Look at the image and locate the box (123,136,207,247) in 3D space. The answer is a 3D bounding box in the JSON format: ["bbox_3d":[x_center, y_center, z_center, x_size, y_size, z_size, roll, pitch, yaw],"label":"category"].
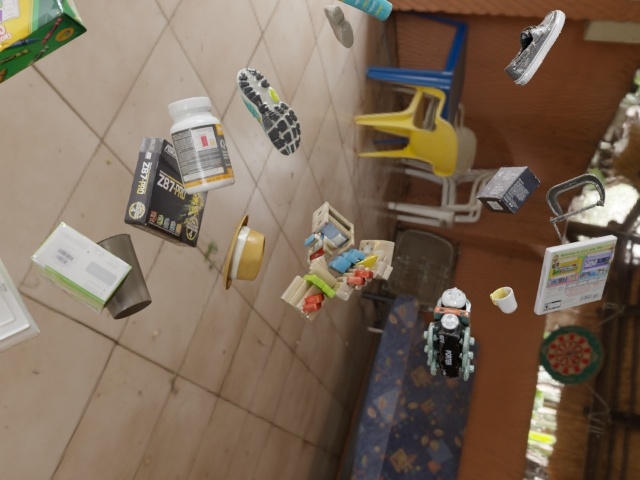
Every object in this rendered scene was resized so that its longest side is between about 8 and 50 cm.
[{"bbox_3d":[-0.560,-0.165,1.955,0.395,0.097,0.317,46,51,-71],"label":"box"}]

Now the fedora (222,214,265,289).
[{"bbox_3d":[-0.182,0.035,1.290,0.194,0.079,0.194,-165,-90,-88],"label":"fedora"}]

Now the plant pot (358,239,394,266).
[{"bbox_3d":[0.204,0.047,1.995,0.096,0.109,0.108,23,74,-44],"label":"plant pot"}]

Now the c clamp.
[{"bbox_3d":[0.666,-0.094,1.354,0.022,0.161,0.137,-26,85,-52],"label":"c clamp"}]

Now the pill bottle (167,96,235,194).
[{"bbox_3d":[-0.375,-0.293,1.623,0.162,0.162,0.278,-32,111,-67],"label":"pill bottle"}]

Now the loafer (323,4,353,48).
[{"bbox_3d":[0.046,-0.536,1.297,0.045,0.039,0.125,-53,146,-9],"label":"loafer"}]

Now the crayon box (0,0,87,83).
[{"bbox_3d":[-0.630,-0.435,1.038,0.165,0.279,0.081,64,8,7],"label":"crayon box"}]

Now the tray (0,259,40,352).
[{"bbox_3d":[-0.780,0.129,1.218,0.145,0.030,0.270,-32,96,-56],"label":"tray"}]

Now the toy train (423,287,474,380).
[{"bbox_3d":[0.393,0.286,1.564,0.333,0.143,0.190,72,29,-48],"label":"toy train"}]

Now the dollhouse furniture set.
[{"bbox_3d":[0.000,0.000,1.687,0.184,0.129,0.128,-40,-157,24],"label":"dollhouse furniture set"}]

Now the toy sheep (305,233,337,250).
[{"bbox_3d":[0.003,0.012,1.989,0.091,0.132,0.091,15,90,-77],"label":"toy sheep"}]

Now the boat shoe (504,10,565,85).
[{"bbox_3d":[0.543,-0.507,1.335,0.228,0.076,0.080,-58,-172,-5],"label":"boat shoe"}]

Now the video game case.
[{"bbox_3d":[0.668,0.091,1.367,0.023,0.213,0.193,-127,-148,-58],"label":"video game case"}]

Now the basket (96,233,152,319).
[{"bbox_3d":[-0.649,0.125,1.671,0.226,0.204,0.154,60,21,10],"label":"basket"}]

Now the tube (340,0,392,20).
[{"bbox_3d":[0.109,-0.707,1.509,0.080,0.207,0.052,-57,-152,33],"label":"tube"}]

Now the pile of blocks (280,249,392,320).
[{"bbox_3d":[0.063,0.104,1.518,0.362,0.113,0.148,-28,98,-21],"label":"pile of blocks"}]

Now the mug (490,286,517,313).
[{"bbox_3d":[0.555,0.181,1.563,0.064,0.062,0.078,57,9,-16],"label":"mug"}]

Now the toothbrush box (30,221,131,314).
[{"bbox_3d":[-0.645,0.087,1.409,0.122,0.206,0.283,-59,-165,-24],"label":"toothbrush box"}]

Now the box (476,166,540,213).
[{"bbox_3d":[0.698,-0.188,1.936,0.158,0.093,0.156,-49,-164,-5],"label":"box"}]

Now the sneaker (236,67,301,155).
[{"bbox_3d":[-0.151,-0.376,1.522,0.107,0.110,0.275,-35,104,-14],"label":"sneaker"}]
